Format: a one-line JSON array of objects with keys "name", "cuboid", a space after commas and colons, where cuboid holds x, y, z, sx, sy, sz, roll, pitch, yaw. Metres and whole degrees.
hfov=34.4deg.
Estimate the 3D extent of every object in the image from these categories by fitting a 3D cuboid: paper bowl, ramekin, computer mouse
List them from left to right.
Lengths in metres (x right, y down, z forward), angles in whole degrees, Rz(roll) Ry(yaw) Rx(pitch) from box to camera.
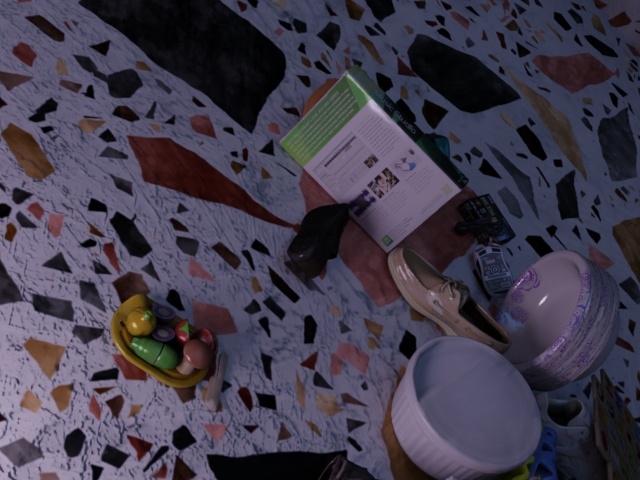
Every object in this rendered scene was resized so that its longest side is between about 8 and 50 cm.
[{"name": "ramekin", "cuboid": [0.252, 0.316, 1.869, 0.273, 0.127, 0.272, 17, 46, -18]}, {"name": "computer mouse", "cuboid": [0.366, 0.042, 2.263, 0.106, 0.042, 0.192, -9, 68, -9]}, {"name": "paper bowl", "cuboid": [0.487, 0.172, 2.092, 0.148, 0.284, 0.284, 31, 43, -21]}]

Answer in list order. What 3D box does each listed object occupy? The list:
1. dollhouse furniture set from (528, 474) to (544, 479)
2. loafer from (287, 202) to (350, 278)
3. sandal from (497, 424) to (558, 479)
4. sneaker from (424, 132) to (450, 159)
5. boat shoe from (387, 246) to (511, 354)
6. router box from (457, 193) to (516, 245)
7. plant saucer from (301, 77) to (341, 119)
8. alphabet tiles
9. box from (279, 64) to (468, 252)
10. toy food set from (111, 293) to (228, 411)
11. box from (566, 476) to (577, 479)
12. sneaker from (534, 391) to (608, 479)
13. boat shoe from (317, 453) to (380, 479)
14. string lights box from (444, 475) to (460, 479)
[{"name": "dollhouse furniture set", "cuboid": [0.359, 0.560, 1.674, 0.197, 0.151, 0.301, 44, 74, -7]}, {"name": "loafer", "cuboid": [0.000, 0.000, 1.979, 0.220, 0.080, 0.078, -52, 130, -50]}, {"name": "sandal", "cuboid": [0.389, 0.482, 1.868, 0.138, 0.126, 0.317, 21, 55, 0]}, {"name": "sneaker", "cuboid": [0.187, -0.223, 2.261, 0.178, 0.124, 0.295, -12, 73, -42]}, {"name": "boat shoe", "cuboid": [0.261, 0.119, 2.079, 0.302, 0.098, 0.109, 49, 41, 1]}, {"name": "router box", "cuboid": [0.379, -0.043, 2.353, 0.092, 0.038, 0.122, -16, 71, -47]}, {"name": "plant saucer", "cuboid": [0.060, -0.250, 2.156, 0.200, 0.037, 0.199, 1, 75, -3]}, {"name": "alphabet tiles", "cuboid": [0.623, 0.438, 2.104, 0.342, 0.011, 0.285, 52, 33, -33]}, {"name": "box", "cuboid": [0.103, -0.159, 2.058, 0.322, 0.232, 0.058, 45, 36, -4]}, {"name": "toy food set", "cuboid": [-0.224, 0.161, 1.648, 0.218, 0.071, 0.128, 35, 42, -15]}, {"name": "box", "cuboid": [0.465, 0.504, 1.981, 0.052, 0.062, 0.083, 54, 40, 5]}, {"name": "sneaker", "cuboid": [0.502, 0.397, 2.028, 0.305, 0.152, 0.114, 30, 36, -21]}, {"name": "boat shoe", "cuboid": [-0.024, 0.448, 1.574, 0.130, 0.132, 0.355, 43, 31, 9]}, {"name": "string lights box", "cuboid": [0.184, 0.527, 1.667, 0.077, 0.133, 0.259, 33, 42, -15]}]
